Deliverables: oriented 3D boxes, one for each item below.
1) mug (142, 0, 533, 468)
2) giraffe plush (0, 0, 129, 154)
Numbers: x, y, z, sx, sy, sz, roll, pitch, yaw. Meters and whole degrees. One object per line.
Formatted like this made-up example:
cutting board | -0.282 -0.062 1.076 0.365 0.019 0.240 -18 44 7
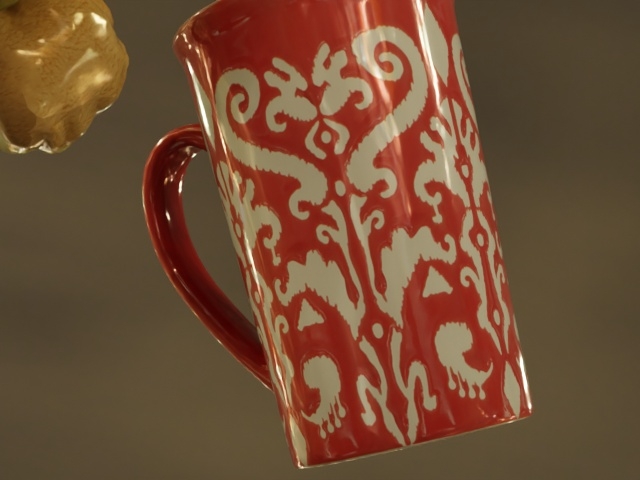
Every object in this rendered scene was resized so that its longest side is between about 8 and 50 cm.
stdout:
mug | 0.009 -0.002 0.511 0.113 0.169 0.150 -9 -10 -27
giraffe plush | -0.092 -0.135 0.466 0.181 0.170 0.210 47 -22 10
